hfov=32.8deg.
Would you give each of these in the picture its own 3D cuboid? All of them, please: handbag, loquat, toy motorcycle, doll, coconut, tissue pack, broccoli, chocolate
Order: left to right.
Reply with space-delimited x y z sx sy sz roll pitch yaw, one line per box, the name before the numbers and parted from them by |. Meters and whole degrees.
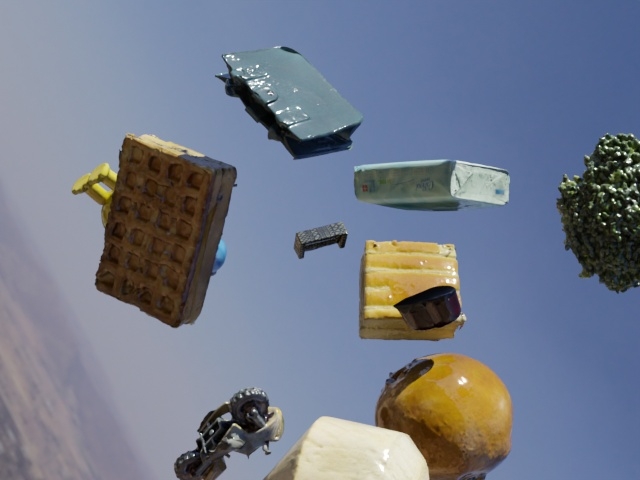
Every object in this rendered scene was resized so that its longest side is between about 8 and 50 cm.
doll | -0.345 -0.030 2.241 0.363 0.199 0.145 40 45 -32
toy motorcycle | -0.150 0.352 1.895 0.130 0.229 0.094 27 22 -39
handbag | -0.055 -0.236 1.829 0.229 0.179 0.062 48 -49 25
coconut | 0.036 0.467 1.975 0.329 0.329 0.329 57 -14 22
tissue pack | 0.213 -0.104 2.113 0.263 0.177 0.089 3 -92 48
chocolate | 0.249 0.158 2.459 0.125 0.148 0.080 -39 110 -72
loquat | 0.287 0.415 2.517 0.328 0.328 0.328 57 -14 22
broccoli | 0.590 -0.053 2.177 0.248 0.288 0.245 34 2 15

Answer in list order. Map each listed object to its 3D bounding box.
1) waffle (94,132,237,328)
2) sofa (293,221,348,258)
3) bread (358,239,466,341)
waffle | -0.281 -0.017 1.936 0.213 0.091 0.308 23 -73 26
sofa | 0.000 0.000 2.470 0.060 0.118 0.039 103 -33 -50
bread | 0.218 0.117 2.613 0.111 0.246 0.239 94 -1 -54
